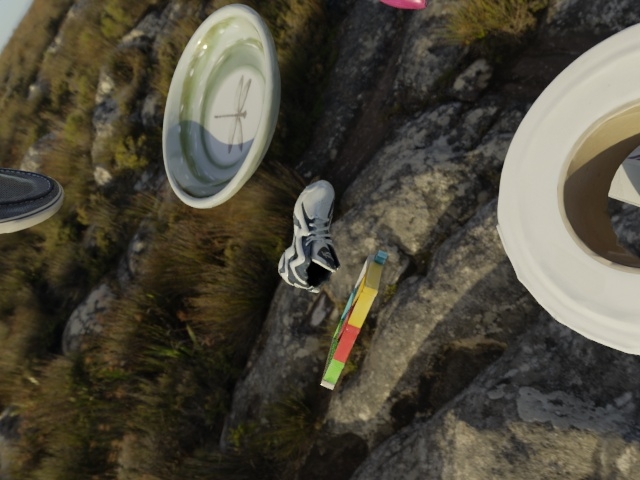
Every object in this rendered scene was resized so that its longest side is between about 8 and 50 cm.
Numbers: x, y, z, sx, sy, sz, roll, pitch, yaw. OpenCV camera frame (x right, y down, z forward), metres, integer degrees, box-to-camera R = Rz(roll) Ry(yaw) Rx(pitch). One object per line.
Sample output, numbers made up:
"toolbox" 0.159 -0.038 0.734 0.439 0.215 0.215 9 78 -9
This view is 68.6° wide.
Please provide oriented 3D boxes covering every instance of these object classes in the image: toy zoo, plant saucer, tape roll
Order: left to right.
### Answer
"plant saucer" -0.189 -0.259 0.958 0.400 0.100 0.401 -7 80 44
"toy zoo" 0.077 0.151 1.020 0.192 0.030 0.293 -64 -4 -70
"tape roll" 0.306 -0.042 0.414 0.286 0.100 0.287 -8 80 55

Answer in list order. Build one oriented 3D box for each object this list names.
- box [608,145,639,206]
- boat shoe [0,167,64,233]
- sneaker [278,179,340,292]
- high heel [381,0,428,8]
"box" 0.481 -0.104 0.593 0.232 0.059 0.322 -12 14 9
"boat shoe" -0.605 -0.096 0.772 0.127 0.340 0.158 51 134 22
"sneaker" 0.000 0.000 0.972 0.153 0.094 0.235 32 99 53
"high heel" 0.117 -0.323 0.405 0.117 0.082 0.244 44 98 25
